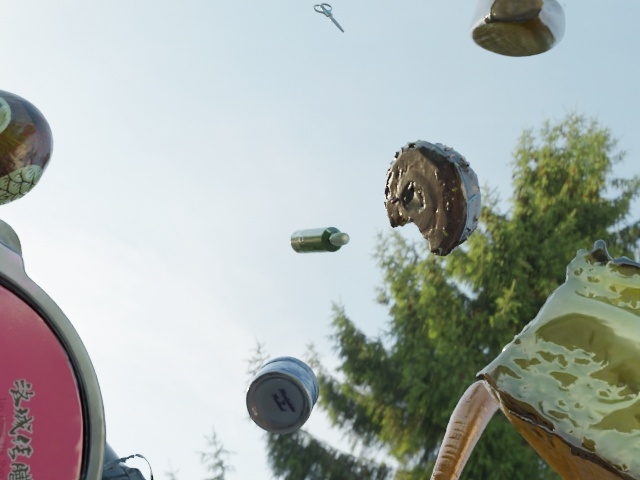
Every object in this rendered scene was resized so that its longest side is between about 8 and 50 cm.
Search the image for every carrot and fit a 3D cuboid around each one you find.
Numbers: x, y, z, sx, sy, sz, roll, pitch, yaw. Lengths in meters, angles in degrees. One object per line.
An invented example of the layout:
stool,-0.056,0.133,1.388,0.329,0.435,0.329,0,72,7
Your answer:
carrot,0.217,0.298,1.178,0.062,0.271,0.066,41,-47,4

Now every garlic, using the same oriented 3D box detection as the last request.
garlic,0.310,-0.349,1.222,0.143,0.318,0.112,9,-76,21

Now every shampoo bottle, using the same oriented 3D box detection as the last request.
shampoo bottle,0.000,0.000,1.810,0.065,0.065,0.204,50,-24,-19

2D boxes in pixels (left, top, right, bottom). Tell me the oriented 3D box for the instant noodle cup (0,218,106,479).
instant noodle cup,-0.287,0.135,0.497,0.258,0.302,0.181,31,-27,-19

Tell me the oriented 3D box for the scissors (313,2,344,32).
scissors,0.018,-0.383,1.329,0.083,0.036,0.006,56,-33,29

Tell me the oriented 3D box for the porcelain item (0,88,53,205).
porcelain item,-0.620,-0.154,1.443,0.253,0.253,0.253,13,-47,15

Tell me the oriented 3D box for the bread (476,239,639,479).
bread,0.257,0.124,0.539,0.262,0.204,0.163,20,-42,44

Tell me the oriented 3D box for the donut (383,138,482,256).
donut,0.221,-0.090,1.502,0.230,0.096,0.216,25,-60,53

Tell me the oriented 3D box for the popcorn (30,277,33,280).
popcorn,-0.801,0.176,1.865,0.225,0.265,0.332,-26,-80,21

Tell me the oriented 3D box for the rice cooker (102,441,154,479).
rice cooker,-0.272,0.290,0.811,0.118,0.203,0.142,45,-33,30

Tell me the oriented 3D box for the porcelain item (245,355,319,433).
porcelain item,-0.081,0.330,1.663,0.147,0.114,0.147,2,-78,9
